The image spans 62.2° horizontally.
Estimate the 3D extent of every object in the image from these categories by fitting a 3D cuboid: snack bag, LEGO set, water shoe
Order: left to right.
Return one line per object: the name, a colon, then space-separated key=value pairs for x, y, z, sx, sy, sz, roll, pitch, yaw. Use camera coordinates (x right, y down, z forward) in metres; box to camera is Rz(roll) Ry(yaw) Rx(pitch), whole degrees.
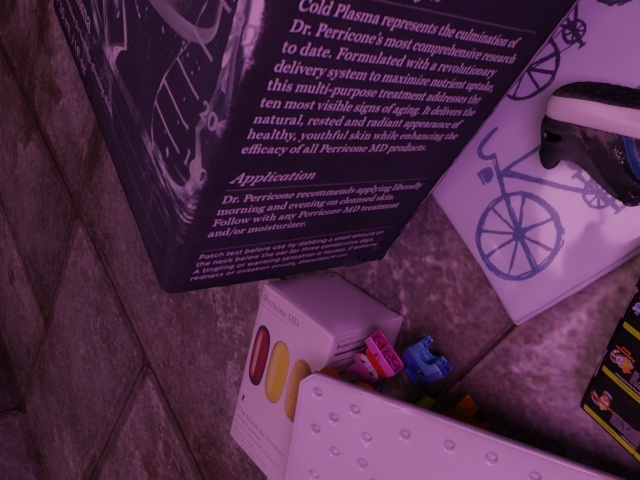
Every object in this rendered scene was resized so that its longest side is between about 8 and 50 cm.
LEGO set: x=0.119 y=0.200 z=0.609 sx=0.227 sy=0.087 sz=0.093 roll=56 pitch=137 yaw=6
snack bag: x=0.213 y=-0.137 z=0.513 sx=0.323 sy=0.037 sz=0.342 roll=-47 pitch=62 yaw=37
water shoe: x=0.268 y=-0.062 z=0.406 sx=0.203 sy=0.073 sz=0.080 roll=37 pitch=140 yaw=41

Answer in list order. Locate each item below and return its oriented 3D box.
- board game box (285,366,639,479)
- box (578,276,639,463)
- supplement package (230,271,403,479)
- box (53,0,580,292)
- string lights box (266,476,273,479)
board game box: x=0.138 y=0.358 z=0.541 sx=0.390 sy=0.050 sz=0.390 roll=14 pitch=106 yaw=21
box: x=0.302 y=0.121 z=0.384 sx=0.190 sy=0.045 sz=0.184 roll=-130 pitch=36 yaw=-51
supplement package: x=-0.011 y=0.184 z=0.709 sx=0.139 sy=0.134 sz=0.244 roll=31 pitch=116 yaw=39
box: x=-0.043 y=-0.288 z=0.512 sx=0.480 sy=0.297 sz=0.471 roll=59 pitch=137 yaw=28
string lights box: x=-0.047 y=0.432 z=0.775 sx=0.077 sy=0.133 sz=0.259 roll=43 pitch=123 yaw=35
